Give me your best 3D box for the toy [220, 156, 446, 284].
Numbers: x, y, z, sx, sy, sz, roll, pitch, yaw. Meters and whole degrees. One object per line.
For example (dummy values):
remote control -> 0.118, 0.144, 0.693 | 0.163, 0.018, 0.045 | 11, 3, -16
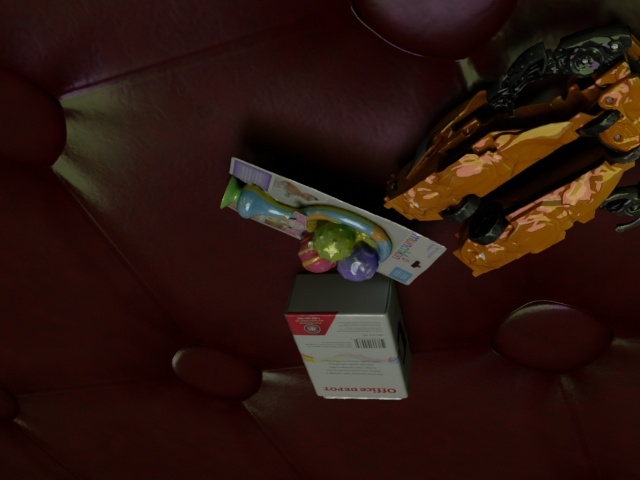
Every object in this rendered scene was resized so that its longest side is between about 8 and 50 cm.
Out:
toy -> 0.000, 0.000, 0.793 | 0.237, 0.056, 0.137 | 26, 159, -1

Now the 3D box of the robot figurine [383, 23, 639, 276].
robot figurine -> 0.208, -0.080, 0.678 | 0.211, 0.085, 0.291 | 36, 133, -22

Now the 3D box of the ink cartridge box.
ink cartridge box -> 0.041, 0.124, 0.938 | 0.127, 0.072, 0.175 | -2, 134, 16
